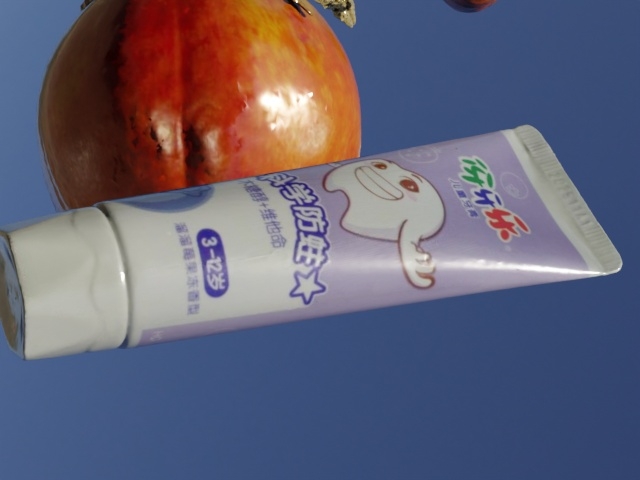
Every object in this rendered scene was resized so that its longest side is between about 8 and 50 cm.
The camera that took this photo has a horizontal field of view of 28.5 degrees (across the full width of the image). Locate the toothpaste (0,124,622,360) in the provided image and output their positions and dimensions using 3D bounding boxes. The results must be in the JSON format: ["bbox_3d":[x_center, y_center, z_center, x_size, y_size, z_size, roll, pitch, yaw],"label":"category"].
[{"bbox_3d":[0.000,0.000,0.738,0.125,0.371,0.080,64,-31,32],"label":"toothpaste"}]

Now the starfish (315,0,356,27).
[{"bbox_3d":[0.024,-0.415,1.924,0.050,0.247,0.138,3,-99,22],"label":"starfish"}]

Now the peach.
[{"bbox_3d":[-0.126,-0.099,1.312,0.370,0.370,0.370,-31,-138,33],"label":"peach"}]

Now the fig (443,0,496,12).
[{"bbox_3d":[0.200,-0.370,1.647,0.128,0.128,0.150,-33,-123,31],"label":"fig"}]
